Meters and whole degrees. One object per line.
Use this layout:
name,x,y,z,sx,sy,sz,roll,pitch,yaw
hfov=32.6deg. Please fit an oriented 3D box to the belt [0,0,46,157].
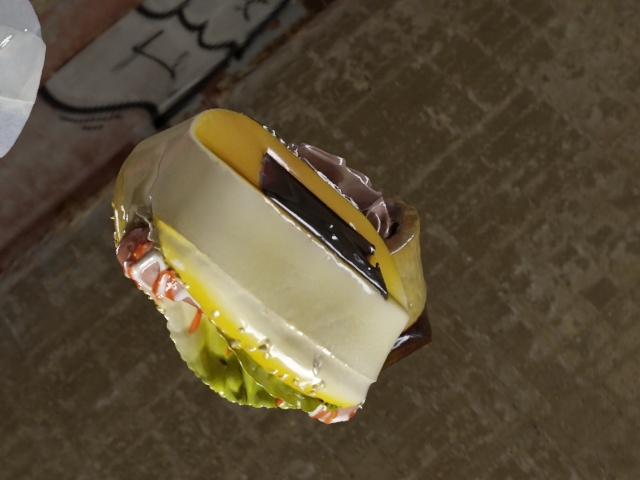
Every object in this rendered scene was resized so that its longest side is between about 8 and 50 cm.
belt,-0.362,-0.199,0.841,0.347,0.117,0.212,48,-70,18

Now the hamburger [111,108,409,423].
hamburger,-0.038,0.016,0.683,0.116,0.210,0.173,-42,-154,18

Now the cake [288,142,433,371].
cake,0.000,0.000,0.946,0.208,0.178,0.185,7,-152,16
